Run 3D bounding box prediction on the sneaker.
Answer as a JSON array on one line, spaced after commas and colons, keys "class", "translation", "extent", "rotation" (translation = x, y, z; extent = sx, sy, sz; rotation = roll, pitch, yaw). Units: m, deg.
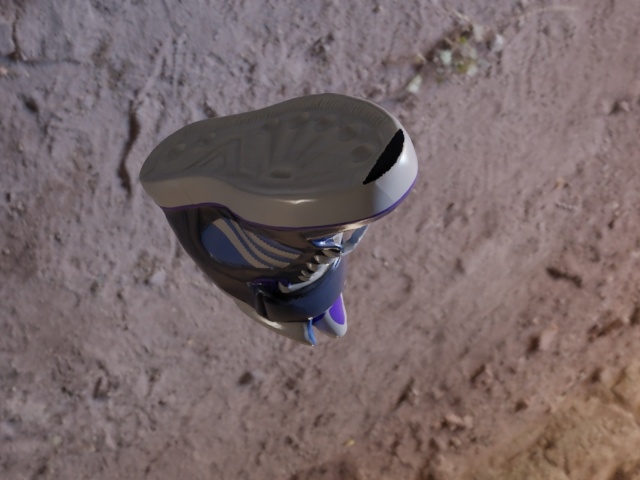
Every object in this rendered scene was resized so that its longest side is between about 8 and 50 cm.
[{"class": "sneaker", "translation": [-0.001, 0.000, 0.857], "extent": [0.130, 0.323, 0.236], "rotation": [-55, 127, -27]}]
